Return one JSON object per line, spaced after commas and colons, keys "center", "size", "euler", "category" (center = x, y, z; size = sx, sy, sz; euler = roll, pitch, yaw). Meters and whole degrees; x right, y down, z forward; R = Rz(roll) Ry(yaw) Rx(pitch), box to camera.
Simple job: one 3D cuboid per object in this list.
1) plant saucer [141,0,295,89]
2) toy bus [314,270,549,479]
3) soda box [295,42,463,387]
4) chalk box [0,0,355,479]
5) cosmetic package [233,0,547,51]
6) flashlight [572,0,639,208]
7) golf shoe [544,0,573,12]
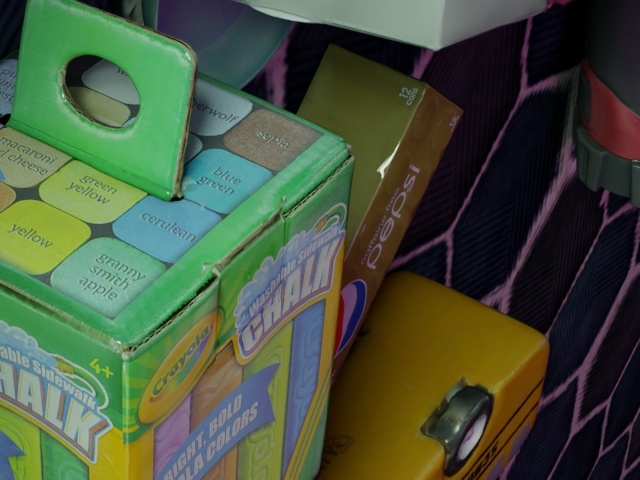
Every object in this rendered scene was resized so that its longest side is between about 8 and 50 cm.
{"center": [-0.037, -0.113, 0.681], "size": [0.119, 0.021, 0.119], "euler": [-46, 150, -36], "category": "plant saucer"}
{"center": [0.001, 0.148, 0.927], "size": [0.333, 0.108, 0.130], "euler": [-45, 152, -40], "category": "toy bus"}
{"center": [0.000, 0.000, 0.831], "size": [0.181, 0.058, 0.061], "euler": [-65, 157, 1], "category": "soda box"}
{"center": [-0.079, 0.019, 0.588], "size": [0.132, 0.132, 0.213], "euler": [-43, 148, -41], "category": "chalk box"}
{"center": [0.023, -0.193, 0.565], "size": [0.107, 0.127, 0.238], "euler": [-30, 134, -54], "category": "cosmetic package"}
{"center": [0.222, -0.156, 1.090], "size": [0.103, 0.103, 0.304], "euler": [-47, 153, -33], "category": "flashlight"}
{"center": [0.149, -0.216, 0.917], "size": [0.186, 0.067, 0.086], "euler": [-61, 156, -7], "category": "golf shoe"}
